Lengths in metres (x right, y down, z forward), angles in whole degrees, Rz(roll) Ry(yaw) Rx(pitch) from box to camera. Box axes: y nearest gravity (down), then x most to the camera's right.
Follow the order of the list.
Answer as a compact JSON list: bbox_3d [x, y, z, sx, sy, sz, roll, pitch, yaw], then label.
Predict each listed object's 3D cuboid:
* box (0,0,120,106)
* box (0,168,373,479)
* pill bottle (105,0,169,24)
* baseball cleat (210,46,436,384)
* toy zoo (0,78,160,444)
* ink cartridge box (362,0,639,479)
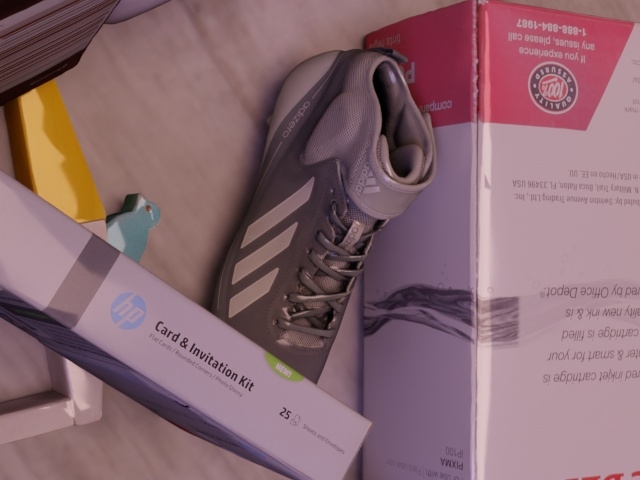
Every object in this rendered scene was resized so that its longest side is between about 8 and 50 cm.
[{"bbox_3d":[-0.188,-0.141,0.415,0.167,0.168,0.203,-34,94,-27],"label":"box"},{"bbox_3d":[-0.088,0.035,0.475,0.186,0.145,0.038,38,74,-24],"label":"box"},{"bbox_3d":[-0.096,-0.242,0.503,0.146,0.146,0.264,-32,106,-26],"label":"pill bottle"},{"bbox_3d":[0.000,0.000,0.581,0.072,0.109,0.205,10,87,-34],"label":"baseball cleat"},{"bbox_3d":[-0.211,0.010,0.505,0.293,0.030,0.192,-12,96,-30],"label":"toy zoo"},{"bbox_3d":[0.134,0.022,0.653,0.207,0.117,0.282,2,89,-30],"label":"ink cartridge box"}]
